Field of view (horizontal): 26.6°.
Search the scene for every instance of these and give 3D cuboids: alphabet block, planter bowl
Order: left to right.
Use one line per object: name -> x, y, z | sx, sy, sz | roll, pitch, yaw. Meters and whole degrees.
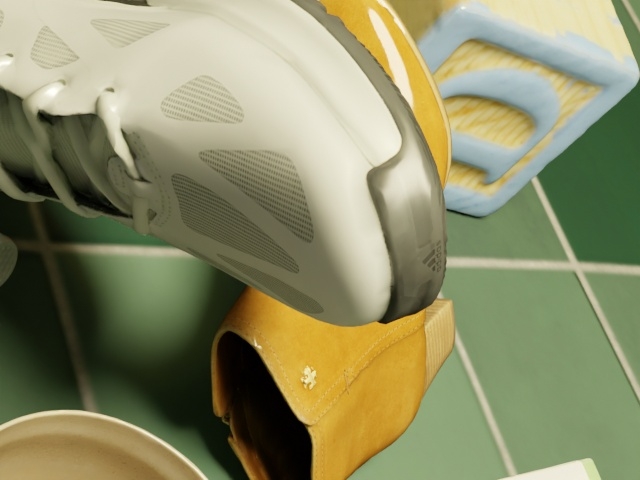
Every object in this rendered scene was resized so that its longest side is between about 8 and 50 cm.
planter bowl -> -0.123, 0.174, 0.621 | 0.162, 0.109, 0.162 | 23, 44, -24
alphabet block -> 0.096, -0.163, 1.046 | 0.192, 0.193, 0.197 | 14, 48, -35

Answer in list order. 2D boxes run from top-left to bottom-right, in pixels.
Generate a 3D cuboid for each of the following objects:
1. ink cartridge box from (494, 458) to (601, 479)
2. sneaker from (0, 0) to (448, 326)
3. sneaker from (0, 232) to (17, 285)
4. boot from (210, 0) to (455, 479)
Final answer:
ink cartridge box -> 0.087, 0.235, 0.801 | 0.235, 0.056, 0.171 | -9, 60, -18
sneaker -> -0.166, -0.042, 0.664 | 0.257, 0.169, 0.447 | -33, 48, -31
sneaker -> -0.231, 0.023, 0.711 | 0.070, 0.051, 0.134 | 34, 47, 18
boot -> -0.001, 0.001, 0.805 | 0.211, 0.104, 0.295 | -38, 119, -54
